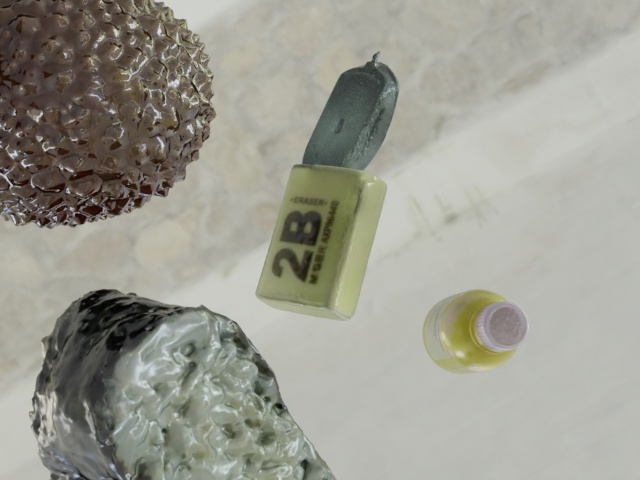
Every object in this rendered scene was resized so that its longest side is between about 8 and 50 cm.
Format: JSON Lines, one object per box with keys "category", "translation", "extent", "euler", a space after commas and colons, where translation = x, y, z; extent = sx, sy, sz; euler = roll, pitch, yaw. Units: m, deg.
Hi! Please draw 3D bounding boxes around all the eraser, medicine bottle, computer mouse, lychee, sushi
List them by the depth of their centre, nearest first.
{"category": "lychee", "translation": [-0.233, -0.131, 1.214], "extent": [0.267, 0.267, 0.267], "euler": [-26, -154, 13]}
{"category": "sushi", "translation": [-0.129, 0.206, 1.221], "extent": [0.171, 0.350, 0.211], "euler": [1, -131, 47]}
{"category": "eraser", "translation": [0.000, 0.000, 1.462], "extent": [0.117, 0.058, 0.172], "euler": [8, -103, 34]}
{"category": "medicine bottle", "translation": [0.233, 0.130, 1.824], "extent": [0.122, 0.122, 0.212], "euler": [-39, -178, -15]}
{"category": "computer mouse", "translation": [0.050, -0.166, 1.847], "extent": [0.113, 0.068, 0.229], "euler": [23, -96, 43]}
